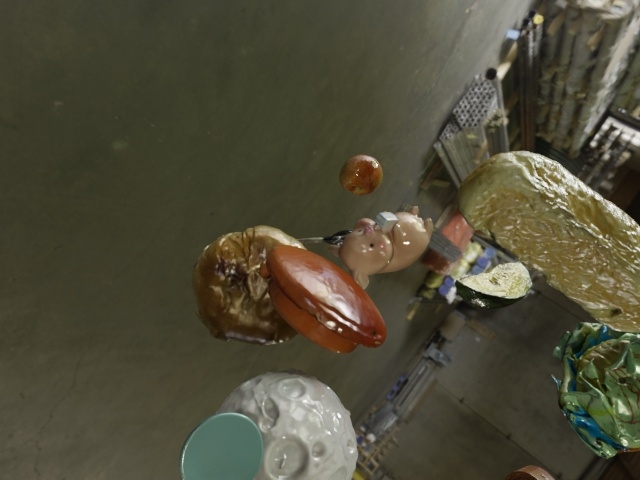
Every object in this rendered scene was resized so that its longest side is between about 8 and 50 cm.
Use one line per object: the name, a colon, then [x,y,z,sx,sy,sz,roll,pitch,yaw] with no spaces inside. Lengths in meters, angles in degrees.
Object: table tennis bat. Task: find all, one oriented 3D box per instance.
table tennis bat: [-0.167,0.428,0.887,0.152,0.040,0.245,-14,99,-26]

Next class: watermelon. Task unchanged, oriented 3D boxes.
watermelon: [0.533,0.138,1.476,0.300,0.129,0.123,-13,165,-35]

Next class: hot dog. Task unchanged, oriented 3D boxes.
hot dog: [0.239,-0.004,0.462,0.073,0.242,0.084,-61,-169,-28]

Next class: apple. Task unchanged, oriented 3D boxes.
apple: [0.121,-0.189,1.433,0.126,0.125,0.102,76,22,-63]

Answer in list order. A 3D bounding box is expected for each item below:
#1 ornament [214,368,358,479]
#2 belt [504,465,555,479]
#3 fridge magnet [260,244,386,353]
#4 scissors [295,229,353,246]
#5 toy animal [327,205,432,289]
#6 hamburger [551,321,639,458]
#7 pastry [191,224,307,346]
ornament: [-0.085,0.454,1.072,0.337,0.337,0.337,-44,156,-25]
belt: [0.611,0.786,1.390,0.105,0.262,0.184,11,145,-43]
fridge magnet: [0.011,0.146,1.238,0.155,0.363,0.363,-53,159,11]
scissors: [0.000,0.000,1.627,0.109,0.299,0.022,76,12,-62]
toy animal: [0.189,0.013,1.495,0.256,0.195,0.213,-4,131,-27]
hamburger: [0.606,0.279,0.984,0.151,0.260,0.276,75,9,-61]
pastry: [-0.202,0.148,1.561,0.410,0.409,0.245,-55,180,1]
